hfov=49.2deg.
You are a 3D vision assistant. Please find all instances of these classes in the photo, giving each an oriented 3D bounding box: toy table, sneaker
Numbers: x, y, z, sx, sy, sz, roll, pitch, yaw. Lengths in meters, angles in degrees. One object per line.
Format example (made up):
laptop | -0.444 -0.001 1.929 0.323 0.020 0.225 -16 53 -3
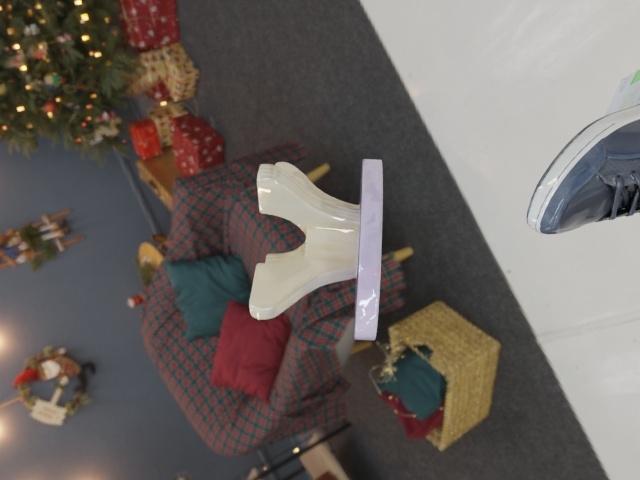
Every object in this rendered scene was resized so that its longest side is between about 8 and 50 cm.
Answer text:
toy table | 0.000 0.000 0.946 0.274 0.161 0.252 -83 -4 -49
sneaker | 0.296 -0.041 0.561 0.163 0.226 0.086 50 165 38

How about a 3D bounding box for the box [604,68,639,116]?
box | 0.675 -0.248 1.348 0.127 0.262 0.231 41 150 -11
